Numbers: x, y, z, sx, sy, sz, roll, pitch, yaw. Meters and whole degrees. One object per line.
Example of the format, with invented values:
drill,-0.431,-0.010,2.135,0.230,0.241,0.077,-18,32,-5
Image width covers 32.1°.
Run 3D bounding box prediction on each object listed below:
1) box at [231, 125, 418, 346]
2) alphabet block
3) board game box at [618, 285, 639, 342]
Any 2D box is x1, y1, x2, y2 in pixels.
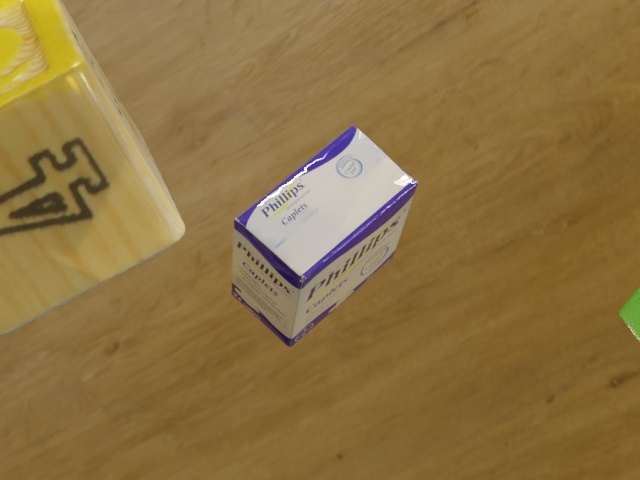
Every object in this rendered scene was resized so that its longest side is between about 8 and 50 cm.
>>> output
box,0.000,0.000,0.876,0.072,0.126,0.137,43,157,16
alphabet block,-0.257,-0.074,0.953,0.193,0.192,0.197,-30,130,-4
board game box,0.348,-0.043,0.611,0.242,0.064,0.316,6,129,-36
